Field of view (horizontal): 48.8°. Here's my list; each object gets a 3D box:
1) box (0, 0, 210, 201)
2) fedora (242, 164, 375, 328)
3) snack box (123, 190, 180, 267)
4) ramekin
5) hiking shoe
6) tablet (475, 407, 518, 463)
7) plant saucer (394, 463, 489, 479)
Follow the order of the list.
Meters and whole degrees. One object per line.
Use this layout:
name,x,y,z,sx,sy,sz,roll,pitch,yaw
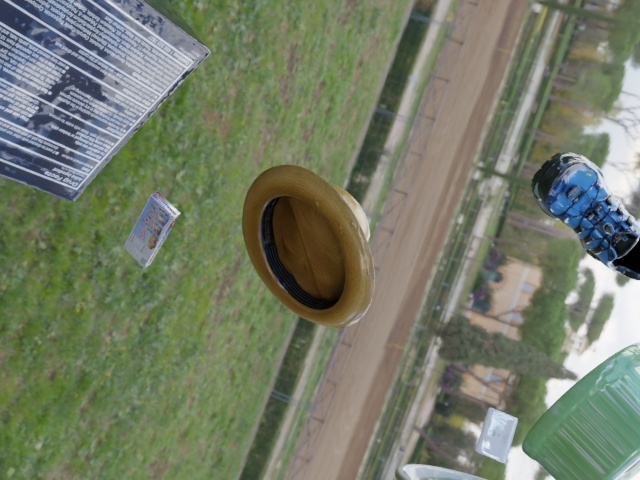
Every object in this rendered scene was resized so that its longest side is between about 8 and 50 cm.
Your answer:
box,-0.359,-0.243,0.881,0.294,0.182,0.296,-45,150,11
fedora,0.000,0.000,0.782,0.079,0.194,0.194,-33,145,-43
snack box,-0.334,-0.019,1.384,0.022,0.064,0.178,-41,174,-47
ramekin,0.531,0.342,1.280,0.303,0.148,0.303,-26,145,-20
hiking shoe,0.466,-0.039,1.162,0.304,0.132,0.113,33,101,-36
tablet,0.304,0.335,1.216,0.006,0.054,0.083,95,18,-62
plant saucer,0.348,0.603,1.547,0.400,0.401,0.100,37,68,-77
